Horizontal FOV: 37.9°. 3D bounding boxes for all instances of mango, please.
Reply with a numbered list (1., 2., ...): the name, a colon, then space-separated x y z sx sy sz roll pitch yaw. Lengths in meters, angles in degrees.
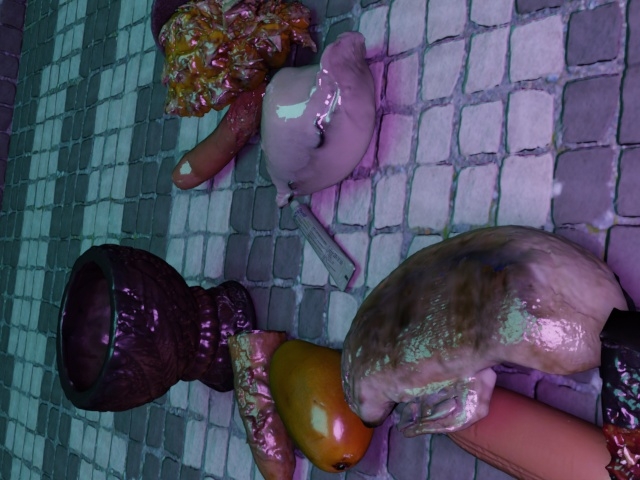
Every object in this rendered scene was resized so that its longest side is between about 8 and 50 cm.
1. mango: -0.002 0.208 1.270 0.253 0.113 0.138 49 127 57

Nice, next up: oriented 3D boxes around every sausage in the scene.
1. sausage: -0.168 -0.179 1.634 0.304 0.078 0.078 -41 50 43
2. sausage: 0.225 0.210 0.952 0.289 0.086 0.086 18 98 57

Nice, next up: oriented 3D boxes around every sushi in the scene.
1. sushi: 0.318 0.154 0.776 0.172 0.153 0.150 7 111 27

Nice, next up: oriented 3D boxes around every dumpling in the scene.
1. dumpling: -0.009 -0.184 1.344 0.243 0.175 0.227 -28 30 35

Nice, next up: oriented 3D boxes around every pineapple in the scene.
1. pineapple: -0.161 -0.305 1.486 0.334 0.158 0.161 -19 31 23

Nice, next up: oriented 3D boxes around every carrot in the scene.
1. carrot: -0.076 0.260 1.400 0.102 0.102 0.263 -31 64 49

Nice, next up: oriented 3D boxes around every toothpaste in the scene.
1. toothpaste: 0.000 0.000 1.386 0.197 0.029 0.048 54 129 43

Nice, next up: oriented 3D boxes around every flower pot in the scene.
1. flower pot: -0.263 0.147 1.530 0.266 0.267 0.267 -15 72 53

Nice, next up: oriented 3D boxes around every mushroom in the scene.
1. mushroom: 0.147 0.089 0.977 0.344 0.130 0.247 -19 29 51

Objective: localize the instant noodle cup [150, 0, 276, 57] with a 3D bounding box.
1. instant noodle cup: -0.202 -0.432 1.632 0.217 0.217 0.207 -59 33 30
